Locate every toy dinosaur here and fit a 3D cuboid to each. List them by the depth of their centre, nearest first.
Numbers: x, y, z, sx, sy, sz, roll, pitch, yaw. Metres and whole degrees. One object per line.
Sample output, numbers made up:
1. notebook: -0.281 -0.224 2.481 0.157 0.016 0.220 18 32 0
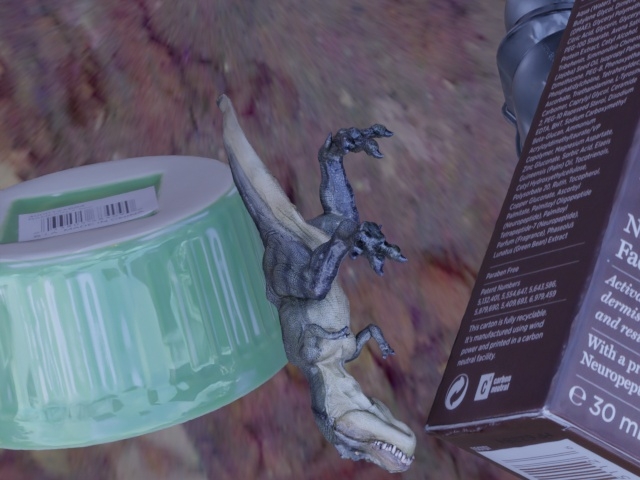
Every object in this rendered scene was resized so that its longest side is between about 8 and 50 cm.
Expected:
1. toy dinosaur: 0.000 0.000 1.141 0.064 0.118 0.268 -3 61 -37

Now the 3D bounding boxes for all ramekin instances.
1. ramekin: -0.178 0.039 1.612 0.303 0.303 0.148 -11 108 -1

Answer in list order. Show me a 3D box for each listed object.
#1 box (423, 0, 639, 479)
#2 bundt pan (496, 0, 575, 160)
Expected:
1. box: 0.228 -0.021 1.197 0.191 0.143 0.381 28 68 -21
2. bundt pan: 0.288 -0.171 1.596 0.331 0.331 0.124 -35 142 2
